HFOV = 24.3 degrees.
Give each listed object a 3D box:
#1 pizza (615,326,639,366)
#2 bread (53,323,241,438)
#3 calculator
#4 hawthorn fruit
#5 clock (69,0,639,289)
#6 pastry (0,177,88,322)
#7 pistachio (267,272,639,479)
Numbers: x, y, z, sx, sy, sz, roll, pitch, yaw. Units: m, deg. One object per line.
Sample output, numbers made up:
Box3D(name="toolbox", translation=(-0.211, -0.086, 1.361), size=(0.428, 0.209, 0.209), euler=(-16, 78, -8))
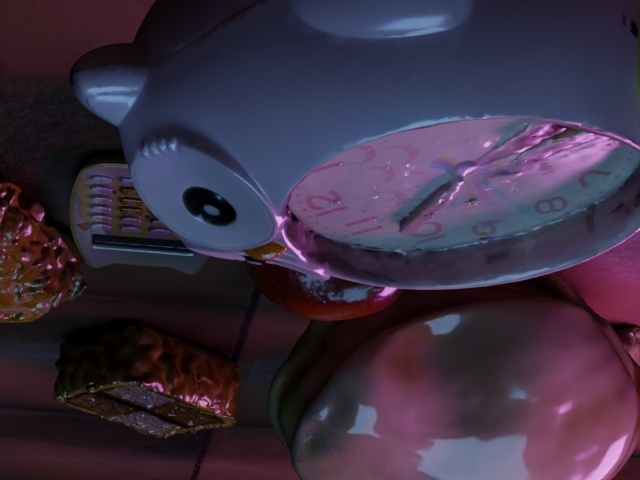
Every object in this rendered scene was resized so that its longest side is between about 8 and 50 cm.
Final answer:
Box3D(name="pizza", translation=(0.461, 0.184, 1.914), size=(0.297, 0.071, 0.189), euler=(12, 154, -23))
Box3D(name="bread", translation=(-0.221, 0.184, 1.936), size=(0.181, 0.096, 0.222), euler=(-19, 147, 39))
Box3D(name="calculator", translation=(-0.179, -0.030, 1.531), size=(0.157, 0.033, 0.236), euler=(6, 154, -6))
Box3D(name="hawthorn fruit", translation=(0.000, 0.000, 1.430), size=(0.188, 0.169, 0.169), euler=(-10, 154, 22))
Box3D(name="clock", translation=(0.047, -0.119, 1.043), size=(0.376, 0.251, 0.368), euler=(-11, 154, 14))
Box3D(name="pastry", translation=(-0.349, 0.007, 1.537), size=(0.154, 0.102, 0.250), euler=(-7, 156, 13))
Box3D(name="pistachio", translation=(0.166, 0.176, 1.665), size=(0.445, 0.281, 0.365), euler=(2, 130, -19))
